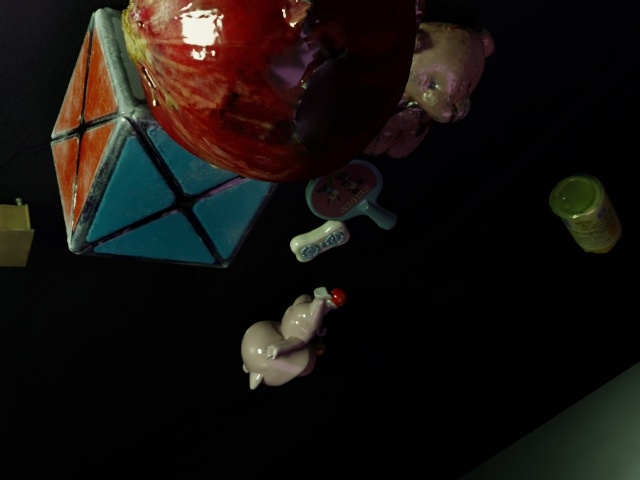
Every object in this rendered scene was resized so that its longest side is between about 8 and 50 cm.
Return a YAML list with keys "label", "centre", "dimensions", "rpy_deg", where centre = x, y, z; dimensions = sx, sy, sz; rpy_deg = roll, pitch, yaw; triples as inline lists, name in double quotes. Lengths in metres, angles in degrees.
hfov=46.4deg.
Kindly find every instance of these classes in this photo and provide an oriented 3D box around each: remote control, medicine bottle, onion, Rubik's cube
- label: "remote control"
  centre: [0.000, 0.000, 1.540]
  dimensions: [0.122, 0.032, 0.074]
  rpy_deg: [-28, 143, 3]
- label: "medicine bottle"
  centre: [0.632, -0.059, 1.756]
  dimensions: [0.124, 0.124, 0.239]
  rpy_deg: [-36, 143, 15]
- label: "onion"
  centre: [-0.047, -0.222, 0.785]
  dimensions: [0.341, 0.341, 0.341]
  rpy_deg: [-15, 142, -12]
- label: "Rubik's cube"
  centre: [-0.216, -0.136, 1.064]
  dimensions: [0.260, 0.255, 0.259]
  rpy_deg: [4, 135, -33]

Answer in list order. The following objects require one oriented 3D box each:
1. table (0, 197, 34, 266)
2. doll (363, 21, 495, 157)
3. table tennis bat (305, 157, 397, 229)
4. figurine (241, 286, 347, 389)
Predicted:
- label: "table"
  centre: [-0.505, -0.017, 1.193]
  dimensions: [0.070, 0.082, 0.083]
  rpy_deg: [2, 136, -31]
- label: "doll"
  centre: [0.173, -0.225, 1.267]
  dimensions: [0.201, 0.156, 0.303]
  rpy_deg: [-7, 144, -25]
- label: "table tennis bat"
  centre: [0.073, -0.083, 1.482]
  dimensions: [0.153, 0.040, 0.244]
  rpy_deg: [-40, 136, 19]
- label: "figurine"
  centre: [-0.051, 0.221, 1.678]
  dimensions: [0.186, 0.176, 0.287]
  rpy_deg: [39, 97, -24]
